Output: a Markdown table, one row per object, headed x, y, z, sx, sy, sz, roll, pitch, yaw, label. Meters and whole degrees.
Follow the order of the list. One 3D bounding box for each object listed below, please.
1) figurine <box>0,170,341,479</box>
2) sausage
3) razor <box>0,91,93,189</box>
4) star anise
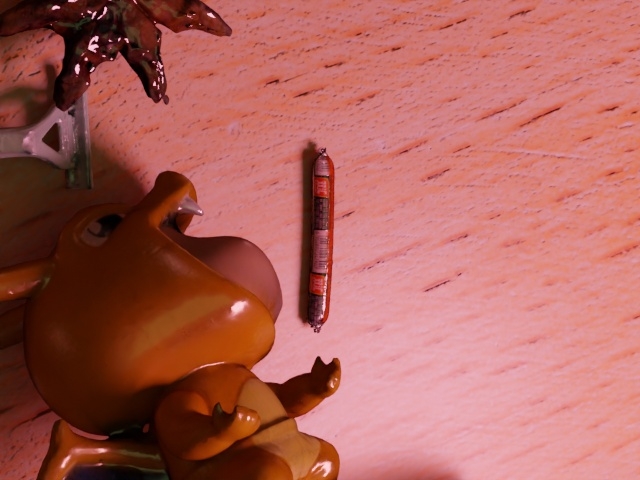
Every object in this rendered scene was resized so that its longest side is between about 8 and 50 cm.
| x | y | z | sx | sy | sz | roll | pitch | yaw | label |
| --- | --- | --- | --- | --- | --- | --- | --- | --- | --- |
| -0.147 | 0.155 | 1.712 | 0.387 | 0.268 | 0.401 | 51 | 36 | 12 | figurine |
| 0.000 | 0.000 | 1.923 | 0.028 | 0.025 | 0.198 | 0 | 96 | -9 | sausage |
| -0.354 | -0.090 | 1.739 | 0.278 | 0.056 | 0.111 | -7 | 101 | -23 | razor |
| -0.199 | -0.256 | 1.752 | 0.272 | 0.102 | 0.272 | 2 | 84 | -23 | star anise |
